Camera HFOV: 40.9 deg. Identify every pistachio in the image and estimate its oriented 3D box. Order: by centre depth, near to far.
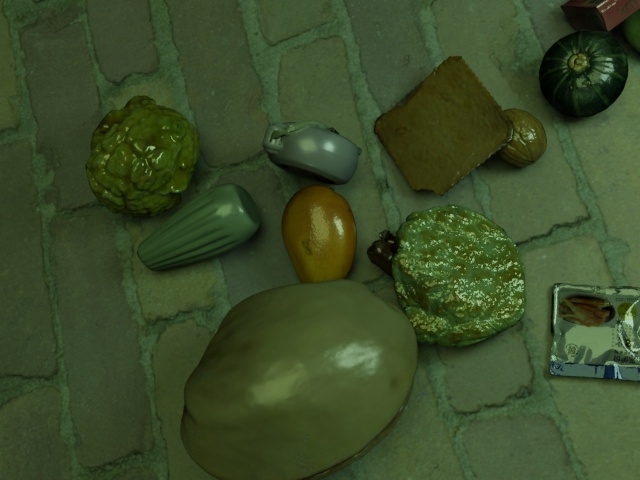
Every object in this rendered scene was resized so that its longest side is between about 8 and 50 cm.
[{"bbox_3d":[-0.044,0.244,1.511,0.445,0.281,0.365,-28,55,-11],"label":"pistachio"}]

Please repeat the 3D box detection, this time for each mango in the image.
[{"bbox_3d":[0.000,0.000,1.658,0.144,0.112,0.219,-8,82,10],"label":"mango"}]

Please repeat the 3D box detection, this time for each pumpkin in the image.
[{"bbox_3d":[0.499,-0.316,1.632,0.167,0.125,0.167,-3,78,14],"label":"pumpkin"}]

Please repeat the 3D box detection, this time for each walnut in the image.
[{"bbox_3d":[0.375,-0.199,1.640,0.105,0.105,0.124,-30,65,2],"label":"walnut"}]

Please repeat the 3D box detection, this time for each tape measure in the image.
[{"bbox_3d":[-0.011,-0.176,1.672,0.178,0.196,0.105,18,86,10],"label":"tape measure"}]

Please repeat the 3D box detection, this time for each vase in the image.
[{"bbox_3d":[-0.247,-0.017,1.711,0.248,0.128,0.128,-26,68,13],"label":"vase"}]

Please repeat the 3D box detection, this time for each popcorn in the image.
[{"bbox_3d":[-0.365,-0.181,1.752,0.237,0.206,0.251,-33,56,16],"label":"popcorn"}]

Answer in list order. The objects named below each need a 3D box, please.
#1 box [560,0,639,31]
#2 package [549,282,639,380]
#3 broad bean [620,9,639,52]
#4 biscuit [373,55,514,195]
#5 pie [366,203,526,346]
[{"bbox_3d":[0.551,-0.460,1.659,0.111,0.156,0.060,-36,111,1],"label":"box"},{"bbox_3d":[0.499,0.162,1.530,0.171,0.027,0.173,2,69,14],"label":"package"},{"bbox_3d":[0.695,-0.410,1.640,0.228,0.100,0.169,24,71,31],"label":"broad bean"},{"bbox_3d":[0.235,-0.217,1.670,0.232,0.013,0.237,-40,58,18],"label":"biscuit"},{"bbox_3d":[0.246,0.060,1.583,0.257,0.105,0.274,-23,69,-5],"label":"pie"}]
